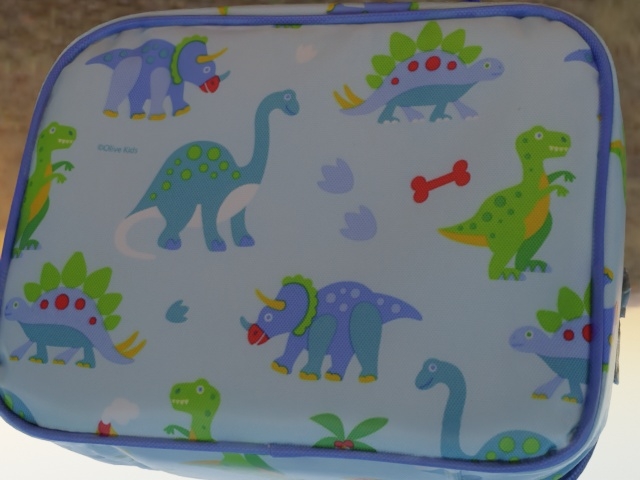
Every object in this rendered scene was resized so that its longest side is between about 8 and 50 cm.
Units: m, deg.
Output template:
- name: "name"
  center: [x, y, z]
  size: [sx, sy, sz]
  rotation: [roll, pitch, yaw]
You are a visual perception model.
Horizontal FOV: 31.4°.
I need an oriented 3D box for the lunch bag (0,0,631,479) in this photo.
- name: "lunch bag"
  center: [0.000, 0.000, 0.414]
  size: [0.218, 0.176, 0.090]
  rotation: [1, 162, 15]
